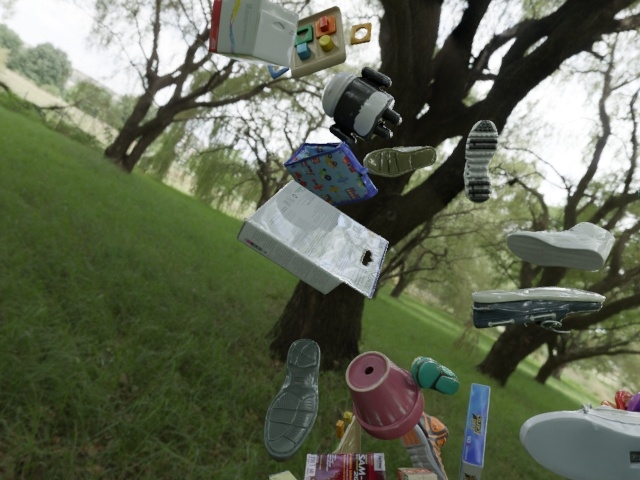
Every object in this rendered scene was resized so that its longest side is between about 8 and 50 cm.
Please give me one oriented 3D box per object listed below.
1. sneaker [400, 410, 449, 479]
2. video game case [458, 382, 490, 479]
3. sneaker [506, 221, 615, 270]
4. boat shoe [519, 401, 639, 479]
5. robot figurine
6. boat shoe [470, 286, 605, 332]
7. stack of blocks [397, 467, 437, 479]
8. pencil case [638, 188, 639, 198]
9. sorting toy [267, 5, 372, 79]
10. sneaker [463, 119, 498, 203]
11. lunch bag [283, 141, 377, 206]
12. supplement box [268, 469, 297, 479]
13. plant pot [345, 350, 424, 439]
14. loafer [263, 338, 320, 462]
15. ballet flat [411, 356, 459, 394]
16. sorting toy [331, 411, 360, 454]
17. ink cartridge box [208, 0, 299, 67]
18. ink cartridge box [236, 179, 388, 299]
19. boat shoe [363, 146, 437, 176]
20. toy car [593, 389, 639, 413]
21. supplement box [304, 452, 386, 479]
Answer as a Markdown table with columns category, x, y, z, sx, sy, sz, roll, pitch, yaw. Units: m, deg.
| category | x | y | z | sx | sy | sz | roll | pitch | yaw |
| --- | --- | --- | --- | --- | --- | --- | --- | --- | --- |
| sneaker | 0.394 | 0.739 | 1.487 | 0.125 | 0.321 | 0.180 | -24 | -10 | 39 |
| video game case | 0.473 | 0.629 | 1.347 | 0.061 | 0.269 | 0.244 | 7 | -53 | 22 |
| sneaker | 0.780 | 0.007 | 1.416 | 0.292 | 0.169 | 0.108 | 17 | -51 | 43 |
| boat shoe | 0.595 | 0.403 | 0.914 | 0.367 | 0.135 | 0.156 | -1 | 1 | 6 |
| robot figurine | 0.137 | -0.447 | 1.470 | 0.278 | 0.209 | 0.173 | 34 | -22 | 6 |
| boat shoe | 0.429 | 0.138 | 0.864 | 0.255 | 0.079 | 0.095 | -2 | 2 | -4 |
| stack of blocks | 0.286 | 0.815 | 1.220 | 0.087 | 0.297 | 0.171 | 2 | -19 | -5 |
| pencil case | 0.731 | -0.119 | 0.896 | 0.070 | 0.064 | 0.151 | 4 | -11 | 9 |
| sorting toy | -0.017 | -0.610 | 1.321 | 0.348 | 0.196 | 0.047 | -12 | -17 | 19 |
| sneaker | 0.561 | -0.280 | 1.561 | 0.110 | 0.292 | 0.118 | 7 | 6 | 5 |
| lunch bag | 0.049 | -0.231 | 1.521 | 0.293 | 0.138 | 0.221 | 5 | -41 | 51 |
| supplement box | -0.129 | 0.854 | 1.507 | 0.083 | 0.056 | 0.083 | 3 | 5 | -34 |
| plant pot | 0.163 | 0.413 | 1.205 | 0.201 | 0.201 | 0.180 | 26 | -27 | 56 |
| loafer | -0.047 | 0.331 | 0.897 | 0.096 | 0.084 | 0.267 | 8 | 39 | 7 |
| ballet flat | 0.302 | 0.372 | 1.221 | 0.247 | 0.083 | 0.087 | 37 | -3 | -41 |
| sorting toy | 0.094 | 0.785 | 1.687 | 0.041 | 0.307 | 0.229 | 9 | 23 | 27 |
| ink cartridge box | -0.163 | -0.502 | 1.055 | 0.176 | 0.127 | 0.128 | 23 | 19 | 37 |
| ink cartridge box | 0.000 | 0.000 | 1.103 | 0.330 | 0.071 | 0.324 | 34 | 28 | 0 |
| boat shoe | 0.300 | -0.310 | 1.710 | 0.302 | 0.113 | 0.103 | -7 | 11 | -17 |
| toy car | 0.784 | 0.442 | 1.078 | 0.159 | 0.136 | 0.182 | 27 | -17 | -15 |
| supplement box | 0.075 | 0.706 | 1.289 | 0.239 | 0.073 | 0.130 | -4 | 21 | 6 |
